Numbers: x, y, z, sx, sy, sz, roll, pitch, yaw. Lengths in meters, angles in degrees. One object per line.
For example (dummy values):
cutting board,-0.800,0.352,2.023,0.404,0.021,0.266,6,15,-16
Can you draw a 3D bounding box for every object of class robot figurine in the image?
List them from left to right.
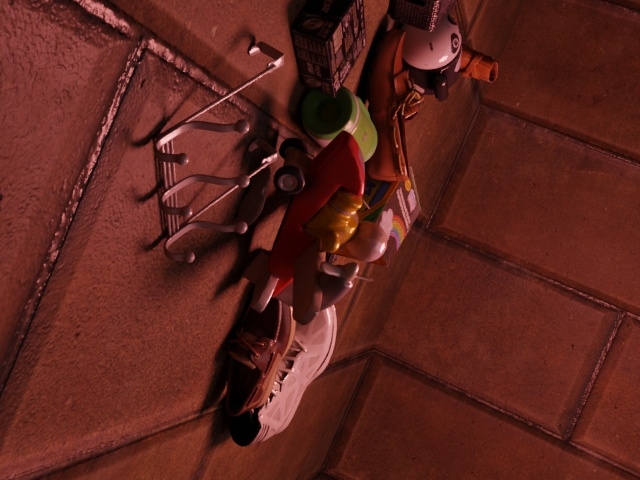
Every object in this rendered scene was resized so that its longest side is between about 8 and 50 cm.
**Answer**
robot figurine,0.296,-0.499,2.088,0.173,0.209,0.278,-51,163,-6

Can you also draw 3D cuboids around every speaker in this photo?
speaker,0.047,-0.249,1.712,0.131,0.131,0.296,-66,165,-1

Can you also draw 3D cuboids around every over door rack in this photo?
over door rack,-0.141,-0.140,1.269,0.324,0.108,0.239,-54,162,-39

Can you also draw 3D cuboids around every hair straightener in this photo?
hair straightener,0.253,-0.398,2.372,0.230,0.047,0.089,-39,149,-52

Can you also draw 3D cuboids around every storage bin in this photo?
storage bin,0.258,-0.601,1.909,0.180,0.122,0.084,-53,159,-41

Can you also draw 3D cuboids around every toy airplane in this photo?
toy airplane,0.000,0.000,1.623,0.384,0.272,0.386,138,-34,-76

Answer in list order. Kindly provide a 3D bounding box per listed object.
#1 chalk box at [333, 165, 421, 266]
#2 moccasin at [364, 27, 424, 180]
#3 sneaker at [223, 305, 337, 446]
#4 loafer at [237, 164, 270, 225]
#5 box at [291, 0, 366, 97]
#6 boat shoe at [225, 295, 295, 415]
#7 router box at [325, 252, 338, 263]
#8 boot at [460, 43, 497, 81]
chalk box,0.150,-0.104,2.118,0.289,0.179,0.180,-57,145,-32
moccasin,0.190,-0.333,1.949,0.139,0.147,0.380,-37,132,-70
sneaker,-0.102,0.347,2.014,0.448,0.169,0.257,-67,167,11
loafer,-0.125,-0.087,1.530,0.039,0.045,0.125,2,109,-81
box,0.020,-0.391,1.494,0.147,0.077,0.180,-62,164,-17
boat shoe,-0.154,0.254,1.803,0.123,0.123,0.342,-22,134,-61
router box,0.036,0.006,2.226,0.092,0.038,0.122,-26,138,-66
boot,0.460,-0.565,2.464,0.109,0.220,0.283,-67,165,4
